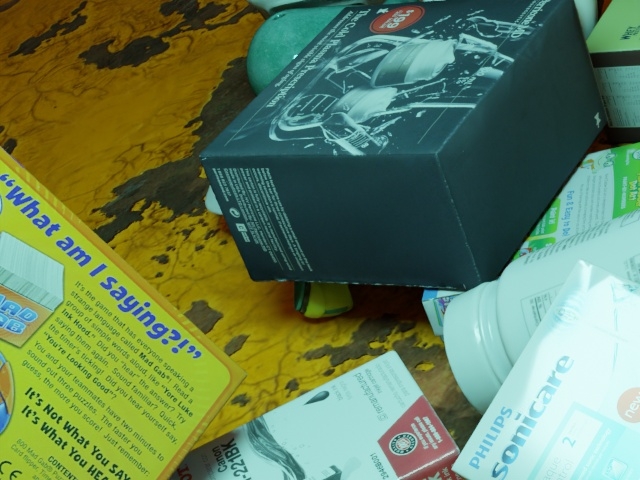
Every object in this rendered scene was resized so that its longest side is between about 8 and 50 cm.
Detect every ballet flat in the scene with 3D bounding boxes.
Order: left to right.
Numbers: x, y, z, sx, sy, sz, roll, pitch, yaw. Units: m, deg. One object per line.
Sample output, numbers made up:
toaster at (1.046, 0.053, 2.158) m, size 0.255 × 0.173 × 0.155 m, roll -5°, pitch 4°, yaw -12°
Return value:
ballet flat at (0.000, 0.000, 1.984) m, size 0.077 × 0.077 × 0.231 m, roll 2°, pitch 48°, yaw -11°

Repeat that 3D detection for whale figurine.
whale figurine at (0.017, -0.287, 2.365) m, size 0.272 × 0.141 × 0.216 m, roll -28°, pitch 24°, yaw 8°

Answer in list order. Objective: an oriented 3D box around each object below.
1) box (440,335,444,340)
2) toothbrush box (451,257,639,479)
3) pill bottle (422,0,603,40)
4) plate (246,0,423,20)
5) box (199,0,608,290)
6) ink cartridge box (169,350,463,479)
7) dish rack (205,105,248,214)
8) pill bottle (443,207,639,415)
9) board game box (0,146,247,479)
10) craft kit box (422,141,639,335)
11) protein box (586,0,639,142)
box at (0.233, 0.049, 1.808) m, size 0.186 × 0.038 × 0.145 m, roll -5°, pitch 34°, yaw 30°
toothbrush box at (0.293, 0.177, 1.342) m, size 0.295 × 0.126 × 0.216 m, roll 27°, pitch 78°, yaw 36°
pill bottle at (0.254, -0.318, 2.143) m, size 0.224 × 0.224 × 0.392 m, roll -11°, pitch 23°, yaw 20°
plate at (0.031, -0.358, 2.446) m, size 0.277 × 0.045 × 0.278 m, roll -9°, pitch -8°, yaw 11°
box at (0.100, -0.116, 1.847) m, size 0.312 × 0.179 × 0.343 m, roll 2°, pitch 37°, yaw 35°
ink cartridge box at (-0.003, 0.249, 1.576) m, size 0.273 × 0.114 × 0.197 m, roll -27°, pitch 30°, yaw -4°
dish rack at (0.031, -0.116, 2.173) m, size 0.333 × 0.072 × 0.285 m, roll -11°, pitch 33°, yaw 20°
pill bottle at (0.270, 0.069, 1.586) m, size 0.283 × 0.160 × 0.160 m, roll -23°, pitch 26°, yaw 31°
board game box at (-0.364, 0.184, 1.560) m, size 0.356 × 0.356 × 0.356 m, roll -39°, pitch 10°, yaw 49°
craft kit box at (0.248, -0.006, 1.797) m, size 0.246 × 0.061 × 0.250 m, roll -13°, pitch 30°, yaw 21°
protein box at (0.453, -0.229, 2.002) m, size 0.201 × 0.136 × 0.200 m, roll 1°, pitch 39°, yaw 35°
